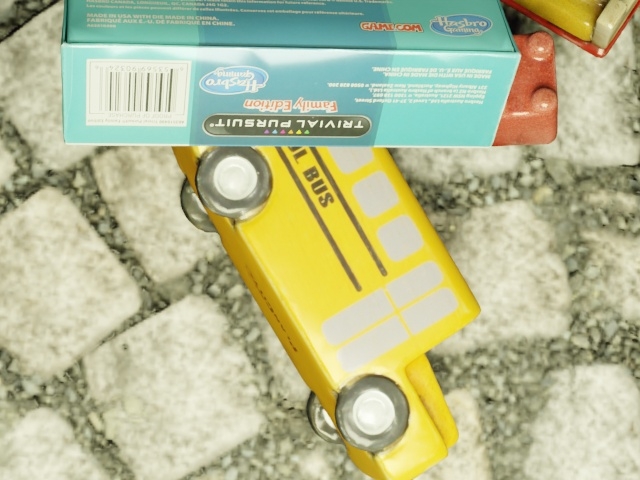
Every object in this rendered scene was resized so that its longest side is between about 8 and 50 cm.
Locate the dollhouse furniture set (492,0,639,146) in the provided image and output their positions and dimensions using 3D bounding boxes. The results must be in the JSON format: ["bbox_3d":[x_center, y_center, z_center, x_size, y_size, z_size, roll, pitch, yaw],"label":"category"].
[{"bbox_3d":[0.264,-0.062,0.987,0.374,0.152,0.201,33,80,11],"label":"dollhouse furniture set"}]

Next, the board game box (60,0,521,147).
[{"bbox_3d":[-0.037,-0.201,0.863,0.253,0.079,0.336,0,48,-11],"label":"board game box"}]

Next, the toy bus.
[{"bbox_3d":[0.000,0.000,0.932,0.130,0.108,0.333,-31,91,-13],"label":"toy bus"}]
